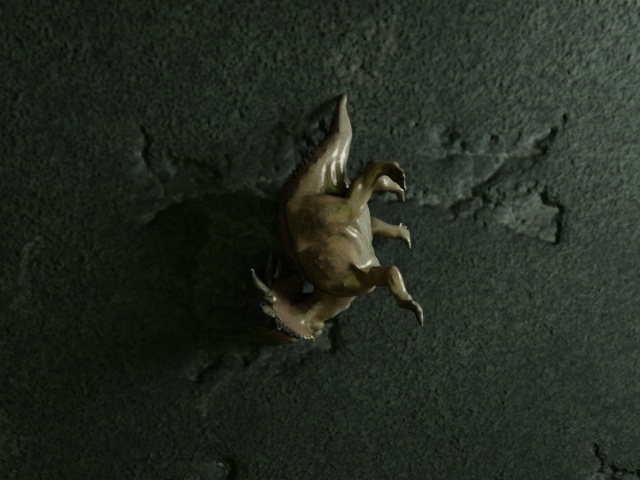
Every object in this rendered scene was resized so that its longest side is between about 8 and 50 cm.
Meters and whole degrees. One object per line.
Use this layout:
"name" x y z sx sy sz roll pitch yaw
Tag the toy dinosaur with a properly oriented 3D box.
"toy dinosaur" 0.000 0.000 0.942 0.200 0.127 0.296 -8 109 4
